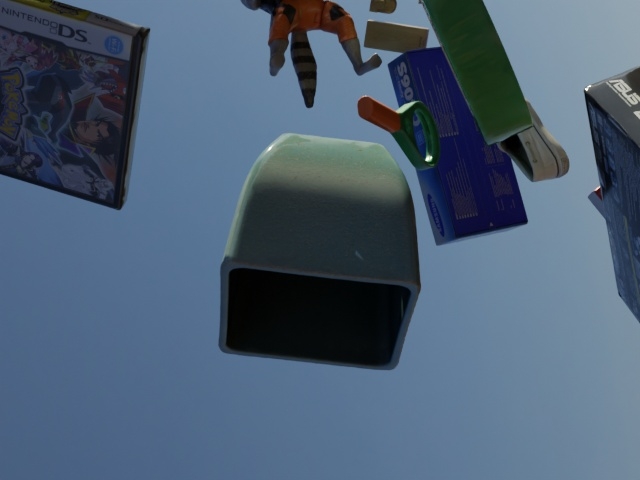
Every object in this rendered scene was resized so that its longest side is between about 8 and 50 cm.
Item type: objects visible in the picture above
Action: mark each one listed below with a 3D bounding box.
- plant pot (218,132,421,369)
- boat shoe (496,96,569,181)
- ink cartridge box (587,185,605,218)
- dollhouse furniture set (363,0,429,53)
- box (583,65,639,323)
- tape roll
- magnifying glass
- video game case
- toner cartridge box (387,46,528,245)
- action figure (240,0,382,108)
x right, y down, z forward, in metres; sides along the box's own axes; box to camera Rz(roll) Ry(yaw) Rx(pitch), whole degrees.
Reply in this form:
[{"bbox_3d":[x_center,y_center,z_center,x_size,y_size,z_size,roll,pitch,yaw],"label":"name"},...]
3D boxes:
[{"bbox_3d":[0.000,0.000,1.677,0.247,0.247,0.252,99,176,-57],"label":"plant pot"},{"bbox_3d":[0.335,-0.184,2.128,0.226,0.076,0.083,-126,25,-43],"label":"boat shoe"},{"bbox_3d":[0.639,-0.097,2.572,0.099,0.135,0.056,52,169,9],"label":"ink cartridge box"},{"bbox_3d":[0.170,-0.432,2.333,0.123,0.144,0.151,-49,-32,-72],"label":"dollhouse furniture set"},{"bbox_3d":[0.475,0.012,1.645,0.318,0.097,0.394,-113,3,-52],"label":"box"},{"bbox_3d":[0.215,-0.298,1.839,0.321,0.077,0.321,63,-172,-16],"label":"tape roll"},{"bbox_3d":[0.106,-0.149,1.616,0.231,0.026,0.092,14,-112,-61],"label":"magnifying glass"},{"bbox_3d":[-0.363,-0.190,1.654,0.035,0.248,0.274,-68,-6,-55],"label":"video game case"},{"bbox_3d":[0.247,-0.176,2.251,0.165,0.075,0.347,-11,-97,-27],"label":"toner cartridge box"},{"bbox_3d":[-0.092,-0.393,2.120,0.178,0.342,0.330,100,152,-50],"label":"action figure"}]
